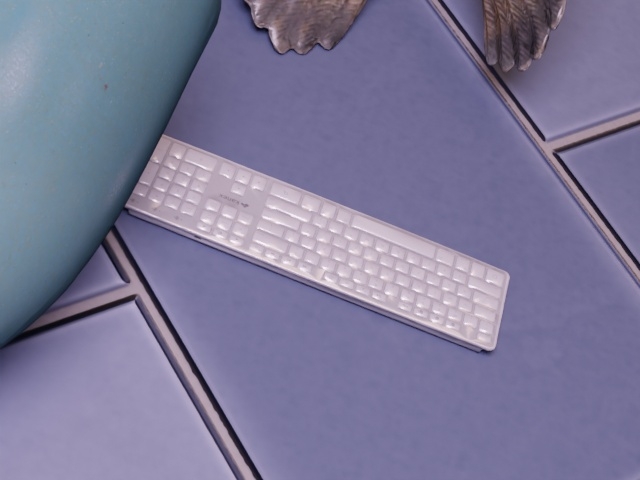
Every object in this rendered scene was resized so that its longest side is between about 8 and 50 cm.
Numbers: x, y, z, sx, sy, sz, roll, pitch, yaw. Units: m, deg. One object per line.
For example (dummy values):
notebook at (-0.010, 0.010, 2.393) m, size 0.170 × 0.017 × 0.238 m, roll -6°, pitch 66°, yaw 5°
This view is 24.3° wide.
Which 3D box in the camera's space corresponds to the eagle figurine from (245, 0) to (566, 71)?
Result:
eagle figurine at (0.093, -0.271, 1.087) m, size 0.225 × 0.226 × 0.298 m, roll 40°, pitch 45°, yaw -15°

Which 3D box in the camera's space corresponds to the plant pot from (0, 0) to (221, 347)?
plant pot at (-0.226, -0.071, 0.780) m, size 0.293 × 0.293 × 0.235 m, roll 19°, pitch 67°, yaw -5°

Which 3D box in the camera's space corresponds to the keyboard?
keyboard at (0.000, 0.000, 0.966) m, size 0.256 × 0.014 × 0.072 m, roll 22°, pitch 52°, yaw -3°
